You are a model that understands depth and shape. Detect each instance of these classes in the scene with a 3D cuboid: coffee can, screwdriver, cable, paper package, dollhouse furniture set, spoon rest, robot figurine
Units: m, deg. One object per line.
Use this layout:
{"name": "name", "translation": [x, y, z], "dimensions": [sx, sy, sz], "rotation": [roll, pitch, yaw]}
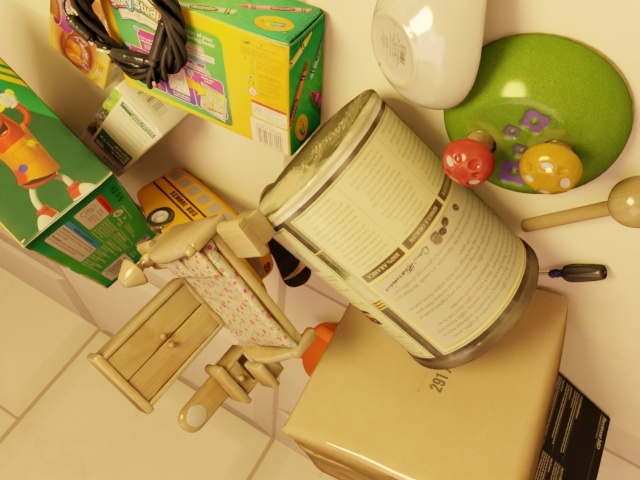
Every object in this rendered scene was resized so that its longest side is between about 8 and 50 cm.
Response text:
{"name": "coffee can", "translation": [0.089, -0.009, 0.624], "dimensions": [0.275, 0.202, 0.201], "rotation": [41, 149, -16]}
{"name": "screwdriver", "translation": [0.290, 0.047, 0.695], "dimensions": [0.169, 0.025, 0.024], "rotation": [-12, 126, 50]}
{"name": "cable", "translation": [-0.219, -0.246, 0.598], "dimensions": [0.184, 0.047, 0.151], "rotation": [-3, 132, 45]}
{"name": "paper package", "translation": [0.160, 0.212, 0.750], "dimensions": [0.309, 0.325, 0.168], "rotation": [14, 146, 29]}
{"name": "dollhouse furniture set", "translation": [-0.135, 0.147, 0.666], "dimensions": [0.355, 0.174, 0.303], "rotation": [-9, 124, 52]}
{"name": "spoon rest", "translation": [0.097, -0.229, 0.442], "dimensions": [0.137, 0.084, 0.276], "rotation": [53, 165, 28]}
{"name": "robot figurine", "translation": [0.049, 0.244, 1.095], "dimensions": [0.219, 0.128, 0.158], "rotation": [8, 109, 37]}

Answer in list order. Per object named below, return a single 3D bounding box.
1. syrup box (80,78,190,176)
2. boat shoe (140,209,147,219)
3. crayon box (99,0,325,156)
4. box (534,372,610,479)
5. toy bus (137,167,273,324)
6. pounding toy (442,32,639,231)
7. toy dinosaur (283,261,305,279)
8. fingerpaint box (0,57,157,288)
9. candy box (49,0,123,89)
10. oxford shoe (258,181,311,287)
{"name": "syrup box", "translation": [-0.303, -0.194, 0.862], "dimensions": [0.093, 0.096, 0.236], "rotation": [49, 146, -18]}
{"name": "boat shoe", "translation": [-0.510, -0.060, 1.246], "dimensions": [0.302, 0.091, 0.114], "rotation": [32, 149, 5]}
{"name": "crayon box", "translation": [-0.134, -0.236, 0.656], "dimensions": [0.278, 0.081, 0.165], "rotation": [26, 148, 15]}
{"name": "box", "translation": [0.334, 0.343, 0.830], "dimensions": [0.184, 0.261, 0.103], "rotation": [40, 149, -9]}
{"name": "toy bus", "translation": [-0.193, 0.006, 0.899], "dimensions": [0.332, 0.130, 0.108], "rotation": [37, 152, 36]}
{"name": "pounding toy", "translation": [0.210, -0.073, 0.523], "dimensions": [0.237, 0.110, 0.183], "rotation": [48, 147, -20]}
{"name": "toy dinosaur", "translation": [0.000, 0.000, 0.872], "dimensions": [0.092, 0.053, 0.183], "rotation": [26, 125, 14]}
{"name": "fingerpaint box", "translation": [-0.489, -0.126, 0.914], "dimensions": [0.371, 0.163, 0.445], "rotation": [45, 165, 4]}
{"name": "candy box", "translation": [-0.332, -0.317, 0.762], "dimensions": [0.109, 0.053, 0.186], "rotation": [41, 150, -10]}
{"name": "oxford shoe", "translation": [-0.071, -0.016, 0.917], "dimensions": [0.076, 0.076, 0.212], "rotation": [-122, 18, -50]}
